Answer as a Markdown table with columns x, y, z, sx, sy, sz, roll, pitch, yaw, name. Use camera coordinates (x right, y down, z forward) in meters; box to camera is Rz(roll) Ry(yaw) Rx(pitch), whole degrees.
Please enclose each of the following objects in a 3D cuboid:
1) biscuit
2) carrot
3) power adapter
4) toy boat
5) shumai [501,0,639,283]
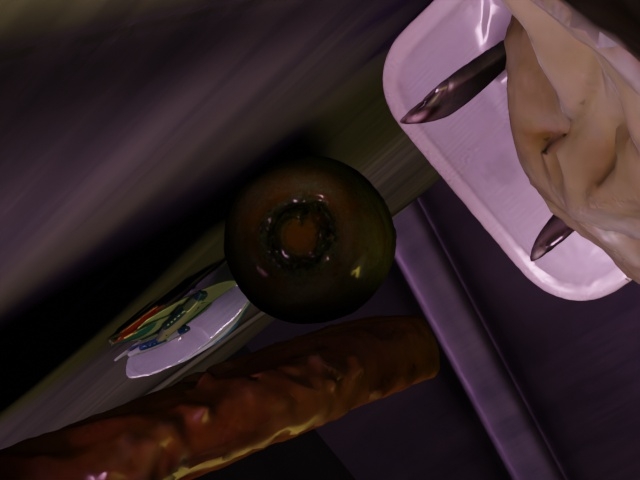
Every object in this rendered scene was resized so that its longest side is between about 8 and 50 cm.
| x | y | z | sx | sy | sz | roll | pitch | yaw | name |
| --- | --- | --- | --- | --- | --- | --- | --- | --- | --- |
| -0.099 | 0.098 | 0.658 | 0.318 | 0.040 | 0.318 | -22 | 175 | -2 | biscuit |
| 0.000 | 0.000 | 0.816 | 0.074 | 0.074 | 0.358 | -40 | 179 | 1 | carrot |
| 0.104 | -0.058 | 0.605 | 0.125 | 0.130 | 0.205 | -41 | 176 | 38 | power adapter |
| -0.078 | 0.037 | 0.938 | 0.105 | 0.034 | 0.149 | -36 | 165 | -11 | toy boat |
| 0.146 | -0.065 | 0.392 | 0.256 | 0.189 | 0.218 | -53 | 171 | 28 | shumai |
